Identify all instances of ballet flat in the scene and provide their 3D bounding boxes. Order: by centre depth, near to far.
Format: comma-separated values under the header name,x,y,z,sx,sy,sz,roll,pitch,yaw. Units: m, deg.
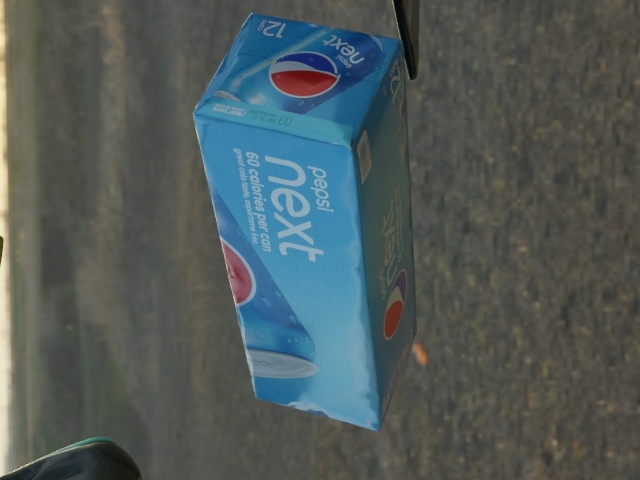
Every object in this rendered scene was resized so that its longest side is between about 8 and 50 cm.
name,x,y,z,sx,sy,sz,roll,pitch,yaw
ballet flat,-0.273,0.240,1.009,0.096,0.280,0.095,-115,3,-45

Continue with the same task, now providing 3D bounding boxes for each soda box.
name,x,y,z,sx,sy,sz,roll,pitch,yaw
soda box,0.000,0.000,0.599,0.210,0.071,0.067,83,-154,-49

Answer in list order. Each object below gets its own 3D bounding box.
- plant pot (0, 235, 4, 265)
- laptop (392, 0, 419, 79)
name,x,y,z,sx,sy,sz,roll,pitch,yaw
plant pot,-0.243,0.028,0.728,0.083,0.081,0.081,20,-106,-57
laptop,-0.040,-0.237,0.644,0.234,0.264,0.136,-83,18,-56
